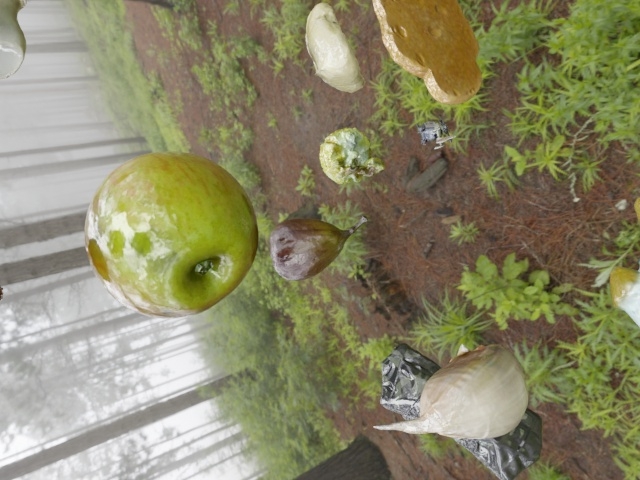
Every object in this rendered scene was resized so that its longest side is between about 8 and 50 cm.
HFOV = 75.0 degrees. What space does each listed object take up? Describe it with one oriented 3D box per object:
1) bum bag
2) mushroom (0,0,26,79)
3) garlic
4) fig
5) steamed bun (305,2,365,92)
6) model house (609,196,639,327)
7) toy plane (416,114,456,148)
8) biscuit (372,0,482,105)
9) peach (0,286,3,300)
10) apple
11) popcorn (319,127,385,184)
[{"bbox_3d":[0.269,0.339,0.848,0.340,0.144,0.095,25,152,26],"label":"bum bag"},{"bbox_3d":[-0.656,-0.426,0.843,0.093,0.116,0.225,106,149,-56],"label":"mushroom"},{"bbox_3d":[0.174,0.192,0.513,0.128,0.198,0.091,-15,95,47],"label":"garlic"},{"bbox_3d":[0.001,0.001,1.110,0.146,0.273,0.170,59,-166,-51],"label":"fig"},{"bbox_3d":[0.025,-0.452,1.021,0.231,0.110,0.213,56,-165,-22],"label":"steamed bun"},{"bbox_3d":[0.483,0.037,0.500,0.253,0.184,0.291,-49,40,24],"label":"model house"},{"bbox_3d":[0.187,-0.177,0.682,0.121,0.049,0.031,-80,-29,-60],"label":"toy plane"},{"bbox_3d":[0.246,-0.485,0.976,0.051,0.269,0.377,-34,77,60],"label":"biscuit"},{"bbox_3d":[-0.923,0.152,0.919,0.370,0.369,0.371,38,135,50],"label":"peach"},{"bbox_3d":[-0.288,-0.011,0.851,0.339,0.339,0.340,38,135,50],"label":"apple"},{"bbox_3d":[0.105,-0.274,1.374,0.212,0.198,0.198,37,139,19],"label":"popcorn"}]
